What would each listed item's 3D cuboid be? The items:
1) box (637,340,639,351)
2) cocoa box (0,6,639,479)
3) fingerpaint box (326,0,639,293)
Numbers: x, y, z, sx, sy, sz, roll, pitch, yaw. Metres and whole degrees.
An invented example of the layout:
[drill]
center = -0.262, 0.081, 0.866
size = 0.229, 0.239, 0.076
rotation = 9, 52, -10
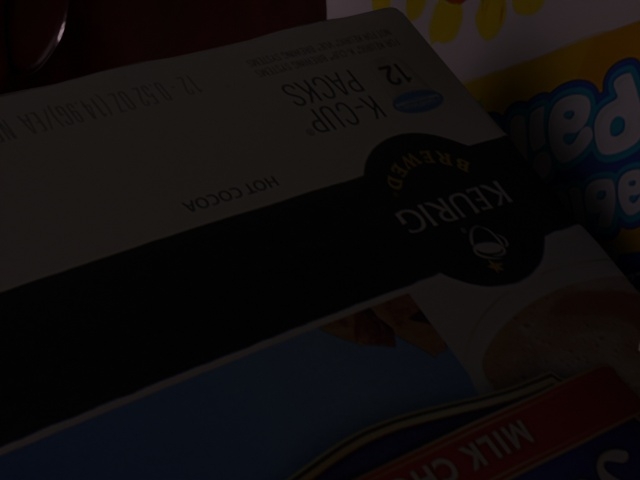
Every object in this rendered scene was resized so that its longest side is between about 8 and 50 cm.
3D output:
[box]
center = 0.252, 0.094, 0.280
size = 0.322, 0.079, 0.257
rotation = 54, 139, -5
[cocoa box]
center = -0.054, 0.140, 0.502
size = 0.228, 0.231, 0.347
rotation = 53, 138, 23
[fingerpaint box]
center = 0.187, -0.143, 0.506
size = 0.445, 0.163, 0.371
rotation = -23, 65, 53
